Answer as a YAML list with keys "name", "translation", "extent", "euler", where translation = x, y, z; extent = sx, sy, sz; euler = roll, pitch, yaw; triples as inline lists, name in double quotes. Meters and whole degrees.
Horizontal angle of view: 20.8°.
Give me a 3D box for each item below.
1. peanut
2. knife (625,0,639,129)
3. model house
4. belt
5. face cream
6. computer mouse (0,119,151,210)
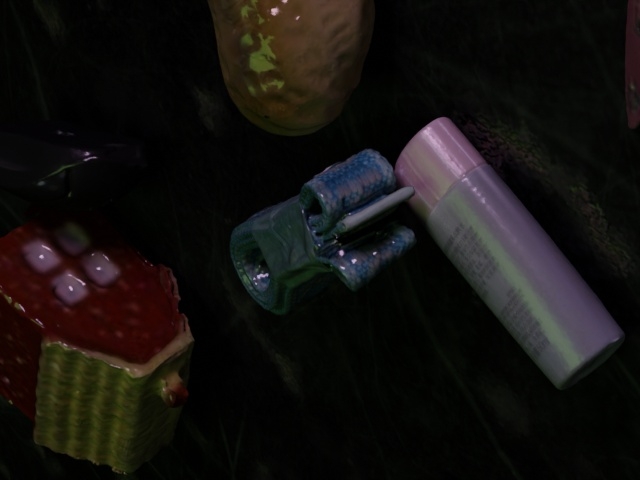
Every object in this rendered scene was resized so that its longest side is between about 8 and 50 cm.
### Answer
- name: "peanut"
  translation: [-0.026, -0.191, 1.221]
  extent: [0.120, 0.110, 0.236]
  euler: [17, 120, 55]
- name: "knife"
  translation: [0.194, -0.160, 1.006]
  extent: [0.035, 0.018, 0.247]
  euler: [32, 143, 34]
- name: "model house"
  translation: [-0.225, 0.105, 1.715]
  extent: [0.254, 0.160, 0.196]
  euler: [44, 145, 23]
- name: "belt"
  translation: [0.000, 0.000, 1.325]
  extent: [0.087, 0.072, 0.302]
  euler: [65, 163, 0]
- name: "face cream"
  translation: [0.127, 0.009, 1.210]
  extent: [0.198, 0.057, 0.084]
  euler: [53, 152, 14]
- name: "computer mouse"
  translation: [-0.241, -0.068, 1.629]
  extent: [0.217, 0.122, 0.073]
  euler: [18, 106, 49]
